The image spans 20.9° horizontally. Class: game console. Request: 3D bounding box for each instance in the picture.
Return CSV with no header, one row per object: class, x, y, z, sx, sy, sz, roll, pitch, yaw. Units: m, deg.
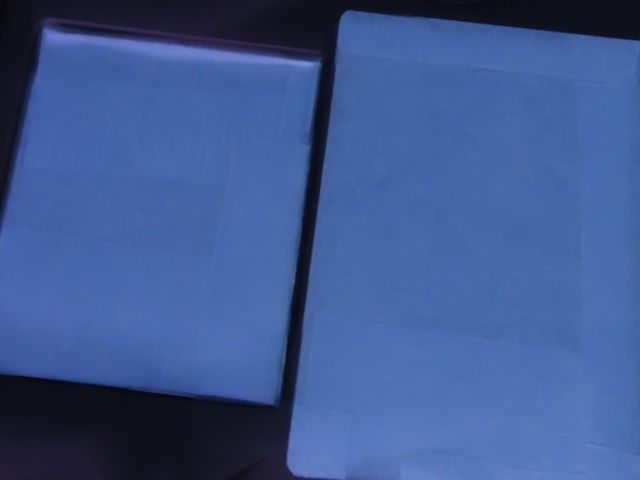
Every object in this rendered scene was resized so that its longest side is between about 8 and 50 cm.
game console,0.000,0.000,0.762,0.342,0.060,0.387,9,62,-4
